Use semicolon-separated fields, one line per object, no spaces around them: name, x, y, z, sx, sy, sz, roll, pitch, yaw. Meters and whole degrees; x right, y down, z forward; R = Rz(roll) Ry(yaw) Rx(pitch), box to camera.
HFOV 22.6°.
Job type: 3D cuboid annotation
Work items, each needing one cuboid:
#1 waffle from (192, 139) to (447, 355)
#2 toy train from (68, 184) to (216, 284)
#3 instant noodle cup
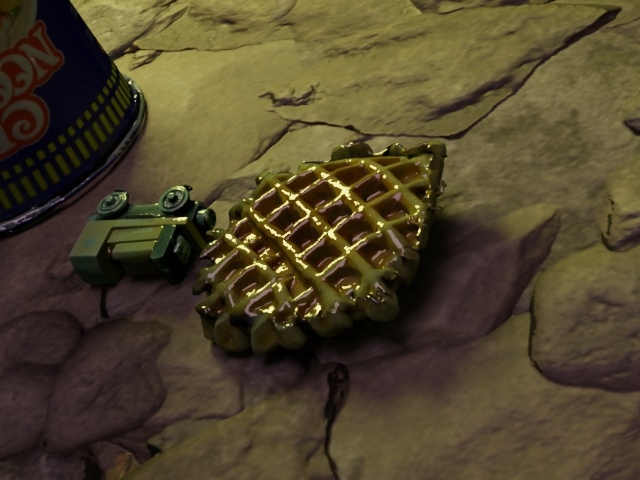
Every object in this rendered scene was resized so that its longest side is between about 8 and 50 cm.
waffle;0.000;0.000;1.204;0.208;0.054;0.214;-7;41;31
toy train;-0.146;-0.004;1.309;0.122;0.050;0.081;-2;45;30
instant noodle cup;-0.349;-0.198;1.461;0.284;0.312;0.284;-17;35;12
